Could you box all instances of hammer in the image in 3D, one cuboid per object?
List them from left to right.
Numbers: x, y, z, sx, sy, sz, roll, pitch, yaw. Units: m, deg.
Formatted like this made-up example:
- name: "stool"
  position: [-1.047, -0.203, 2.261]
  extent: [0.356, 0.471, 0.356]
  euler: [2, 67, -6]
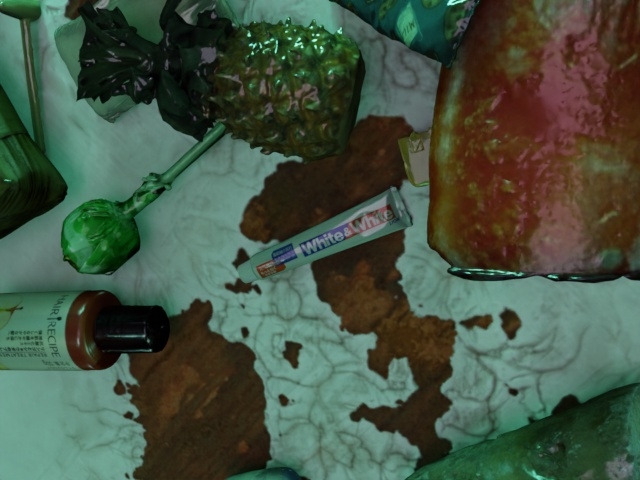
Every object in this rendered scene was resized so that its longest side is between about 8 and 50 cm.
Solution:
- name: "hammer"
  position: [-0.366, -0.201, 0.930]
  extent: [0.028, 0.060, 0.195]
  euler: [4, 109, 16]
- name: "hammer"
  position: [-0.053, 0.387, 0.977]
  extent: [0.116, 0.069, 0.193]
  euler: [-16, 106, 20]

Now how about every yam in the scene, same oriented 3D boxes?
- name: "yam"
  position: [0.227, 0.264, 0.817]
  extent: [0.330, 0.133, 0.133]
  euler: [-26, 95, 24]

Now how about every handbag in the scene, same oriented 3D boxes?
- name: "handbag"
  position: [0.131, -0.096, 0.809]
  extent: [0.083, 0.027, 0.061]
  euler: [-17, 94, 16]

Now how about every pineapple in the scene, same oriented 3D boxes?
- name: "pineapple"
  position: [-0.111, -0.182, 0.785]
  extent: [0.310, 0.141, 0.170]
  euler: [12, 126, 5]

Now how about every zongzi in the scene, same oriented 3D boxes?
- name: "zongzi"
  position: [-0.499, -0.105, 0.965]
  extent: [0.300, 0.138, 0.286]
  euler: [-34, 86, 36]

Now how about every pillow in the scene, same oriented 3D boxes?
- name: "pillow"
  position: [-0.204, -0.238, 0.866]
  extent: [0.229, 0.051, 0.128]
  euler: [-26, 107, 24]
- name: "pillow"
  position: [0.088, -0.285, 0.693]
  extent: [0.255, 0.034, 0.188]
  euler: [49, 123, 48]

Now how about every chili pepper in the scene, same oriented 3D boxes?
- name: "chili pepper"
  position: [0.232, -0.118, 0.666]
  extent: [0.251, 0.229, 0.305]
  euler: [12, 108, 30]

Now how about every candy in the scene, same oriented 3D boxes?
- name: "candy"
  position: [-0.192, -0.074, 0.902]
  extent: [0.323, 0.097, 0.097]
  euler: [-40, 90, 14]

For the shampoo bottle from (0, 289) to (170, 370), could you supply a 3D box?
- name: "shampoo bottle"
  position: [-0.329, 0.117, 0.969]
  extent: [0.278, 0.104, 0.104]
  euler: [-3, 103, 18]

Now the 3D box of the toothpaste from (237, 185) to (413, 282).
- name: "toothpaste"
  position: [0.000, 0.000, 0.875]
  extent: [0.218, 0.033, 0.052]
  euler: [-23, 100, 17]
